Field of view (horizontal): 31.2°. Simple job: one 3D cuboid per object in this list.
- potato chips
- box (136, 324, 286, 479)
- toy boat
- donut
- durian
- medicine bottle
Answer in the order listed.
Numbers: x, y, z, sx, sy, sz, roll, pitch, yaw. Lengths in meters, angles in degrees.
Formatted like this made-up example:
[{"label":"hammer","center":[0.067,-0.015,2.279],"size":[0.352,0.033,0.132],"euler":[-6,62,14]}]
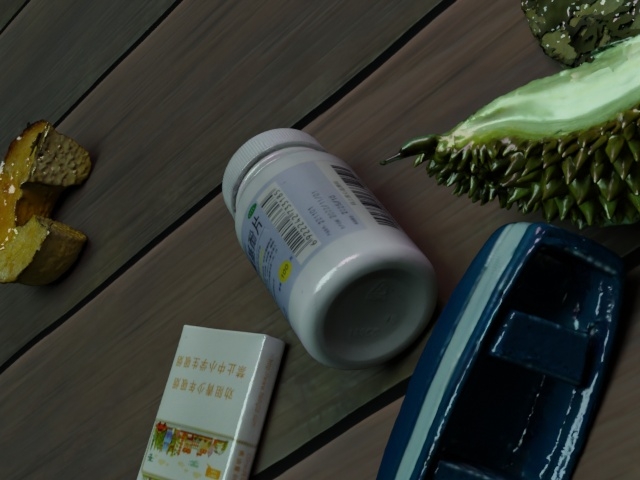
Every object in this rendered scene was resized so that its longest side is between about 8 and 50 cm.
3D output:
[{"label":"potato chips","center":[0.207,-0.199,0.748],"size":[0.202,0.029,0.219],"euler":[-14,58,47]},{"label":"box","center":[-0.099,0.178,0.907],"size":[0.122,0.032,0.220],"euler":[2,72,50]},{"label":"toy boat","center":[0.084,0.133,0.663],"size":[0.062,0.096,0.299],"euler":[24,92,62]},{"label":"donut","center":[-0.308,-0.030,1.239],"size":[0.146,0.078,0.181],"euler":[-33,55,38]},{"label":"durian","center":[0.159,-0.053,0.649],"size":[0.221,0.137,0.095],"euler":[-13,81,28]},{"label":"medicine bottle","center":[0.000,0.000,0.823],"size":[0.102,0.103,0.186],"euler":[-54,39,15]}]
